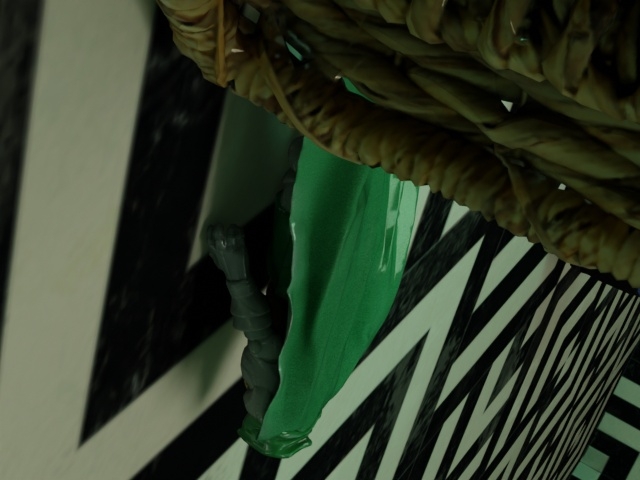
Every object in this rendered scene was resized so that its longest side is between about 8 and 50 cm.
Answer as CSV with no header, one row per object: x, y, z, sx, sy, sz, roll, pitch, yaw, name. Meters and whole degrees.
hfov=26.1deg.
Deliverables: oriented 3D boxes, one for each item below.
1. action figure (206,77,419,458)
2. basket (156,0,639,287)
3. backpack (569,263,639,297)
0.000,0.000,0.552,0.137,0.063,0.232,-41,150,-53,action figure
0.083,-0.071,0.272,0.213,0.299,0.223,-19,135,-65,basket
0.316,-0.039,1.319,0.173,0.117,0.158,-63,164,-3,backpack
